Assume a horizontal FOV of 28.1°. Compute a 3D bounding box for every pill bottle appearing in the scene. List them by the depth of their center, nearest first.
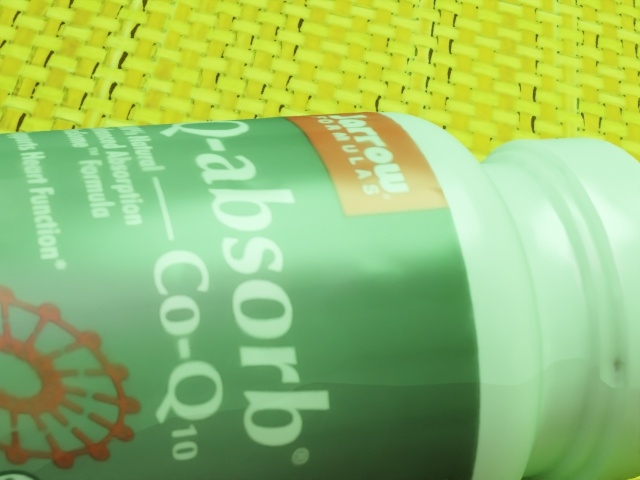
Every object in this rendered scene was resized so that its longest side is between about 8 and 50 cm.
[{"bbox_3d":[-0.031,0.049,0.582,0.362,0.210,0.210,-6,51,-19],"label":"pill bottle"}]
